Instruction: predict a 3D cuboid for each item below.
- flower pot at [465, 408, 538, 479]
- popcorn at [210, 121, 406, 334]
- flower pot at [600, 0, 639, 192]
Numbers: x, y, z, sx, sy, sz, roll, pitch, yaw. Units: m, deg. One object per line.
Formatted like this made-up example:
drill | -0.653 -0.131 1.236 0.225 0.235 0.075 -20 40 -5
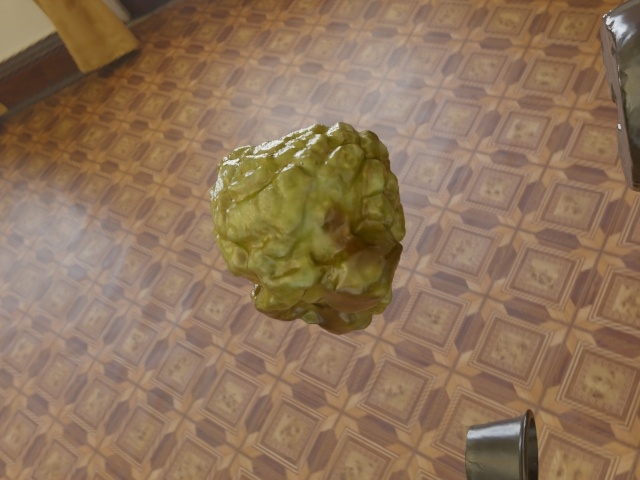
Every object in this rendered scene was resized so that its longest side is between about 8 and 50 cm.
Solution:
flower pot | 0.420 0.508 1.361 0.148 0.235 0.235 -3 60 24
popcorn | 0.000 0.000 0.641 0.205 0.252 0.237 -22 13 1
flower pot | 0.467 -0.186 0.658 0.251 0.379 0.379 -8 58 24
